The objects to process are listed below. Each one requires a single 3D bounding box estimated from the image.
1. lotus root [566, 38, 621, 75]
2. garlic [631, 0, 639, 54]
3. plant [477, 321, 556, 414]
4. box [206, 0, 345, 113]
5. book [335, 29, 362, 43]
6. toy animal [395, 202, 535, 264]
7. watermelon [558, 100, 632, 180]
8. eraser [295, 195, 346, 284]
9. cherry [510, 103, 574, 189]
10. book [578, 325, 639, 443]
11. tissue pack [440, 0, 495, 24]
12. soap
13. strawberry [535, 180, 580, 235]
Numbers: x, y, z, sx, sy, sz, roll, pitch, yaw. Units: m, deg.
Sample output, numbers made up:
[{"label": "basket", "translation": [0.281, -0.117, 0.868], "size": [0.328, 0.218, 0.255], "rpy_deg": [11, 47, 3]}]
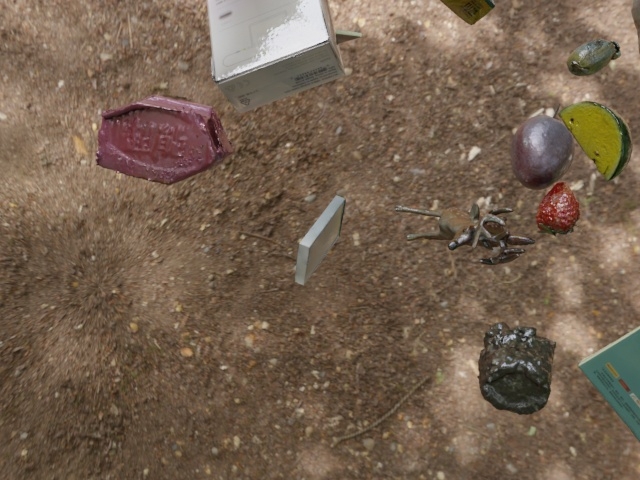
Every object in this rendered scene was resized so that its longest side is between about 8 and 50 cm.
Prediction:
[{"label": "lotus root", "translation": [0.726, -0.490, 1.600], "size": [0.165, 0.088, 0.088], "rpy_deg": [-23, 94, -10]}, {"label": "garlic", "translation": [0.571, -0.305, 0.844], "size": [0.245, 0.253, 0.245], "rpy_deg": [1, 92, 25]}, {"label": "plant", "translation": [0.488, 0.311, 1.511], "size": [0.178, 0.234, 0.204], "rpy_deg": [8, 116, 16]}, {"label": "box", "translation": [-0.083, -0.371, 1.044], "size": [0.203, 0.106, 0.252], "rpy_deg": [-17, 64, 14]}, {"label": "book", "translation": [-0.020, -0.423, 1.238], "size": [0.181, 0.127, 0.014], "rpy_deg": [-3, 102, -23]}, {"label": "toy animal", "translation": [0.249, -0.023, 0.994], "size": [0.243, 0.260, 0.087], "rpy_deg": [-6, 99, -41]}, {"label": "watermelon", "translation": [0.551, -0.216, 1.177], "size": [0.092, 0.075, 0.182], "rpy_deg": [-28, 62, 13]}, {"label": "eraser", "translation": [0.000, 0.000, 1.105], "size": [0.023, 0.104, 0.150], "rpy_deg": [24, 47, 14]}, {"label": "cherry", "translation": [0.667, -0.265, 1.822], "size": [0.266, 0.183, 0.213], "rpy_deg": [-58, 139, -26]}, {"label": "book", "translation": [0.664, 0.223, 1.001], "size": [0.031, 0.379, 0.264], "rpy_deg": [-14, 64, -50]}, {"label": "tissue pack", "translation": [0.288, -0.551, 1.280], "size": [0.169, 0.082, 0.120], "rpy_deg": [16, 55, -45]}, {"label": "soap", "translation": [-0.331, -0.219, 1.308], "size": [0.289, 0.112, 0.182], "rpy_deg": [13, 115, 8]}, {"label": "strawberry", "translation": [0.678, -0.088, 1.726], "size": [0.131, 0.131, 0.148], "rpy_deg": [-14, 93, -21]}]
